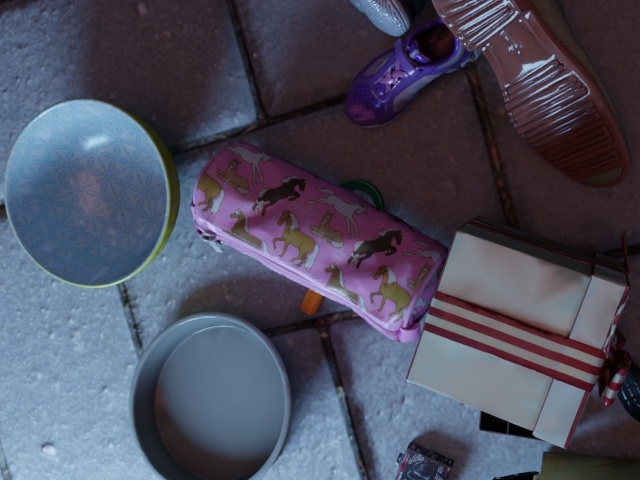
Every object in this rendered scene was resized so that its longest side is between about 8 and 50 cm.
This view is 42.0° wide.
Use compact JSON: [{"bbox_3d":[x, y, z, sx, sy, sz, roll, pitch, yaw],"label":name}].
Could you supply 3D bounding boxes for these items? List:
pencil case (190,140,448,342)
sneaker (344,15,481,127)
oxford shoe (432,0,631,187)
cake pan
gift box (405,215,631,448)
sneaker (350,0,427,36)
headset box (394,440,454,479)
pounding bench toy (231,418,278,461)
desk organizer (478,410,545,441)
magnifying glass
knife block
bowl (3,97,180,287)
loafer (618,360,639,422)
[{"bbox_3d":[0.000,0.000,1.223,0.386,0.160,0.167,27,101,11],"label":"pencil case"},{"bbox_3d":[0.127,-0.253,1.210,0.236,0.104,0.095,-35,87,17],"label":"sneaker"},{"bbox_3d":[0.316,-0.253,1.141,0.140,0.146,0.397,-19,113,50],"label":"oxford shoe"},{"bbox_3d":[-0.172,0.263,1.342,0.293,0.054,0.293,-4,79,21],"label":"cake pan"},{"bbox_3d":[0.291,0.098,1.126,0.258,0.255,0.276,21,108,15],"label":"gift box"},{"bbox_3d":[0.080,-0.430,1.213,0.153,0.101,0.268,-40,72,1],"label":"sneaker"},{"bbox_3d":[0.159,0.360,1.306,0.083,0.032,0.062,21,101,13],"label":"headset box"},{"bbox_3d":[-0.113,0.329,1.369,0.065,0.052,0.083,-6,94,17],"label":"pounding bench toy"},{"bbox_3d":[0.304,0.267,1.245,0.130,0.050,0.047,6,98,15],"label":"desk organizer"},{"bbox_3d":[0.026,0.012,1.311,0.092,0.026,0.231,28,101,12],"label":"magnifying glass"},{"bbox_3d":[0.367,0.376,1.140,0.276,0.242,0.088,2,98,15],"label":"knife block"},{"bbox_3d":[-0.338,-0.078,1.333,0.290,0.156,0.289,2,96,15],"label":"bowl"},{"bbox_3d":[0.484,0.239,1.196,0.061,0.062,0.170,-27,80,-22],"label":"loafer"}]
